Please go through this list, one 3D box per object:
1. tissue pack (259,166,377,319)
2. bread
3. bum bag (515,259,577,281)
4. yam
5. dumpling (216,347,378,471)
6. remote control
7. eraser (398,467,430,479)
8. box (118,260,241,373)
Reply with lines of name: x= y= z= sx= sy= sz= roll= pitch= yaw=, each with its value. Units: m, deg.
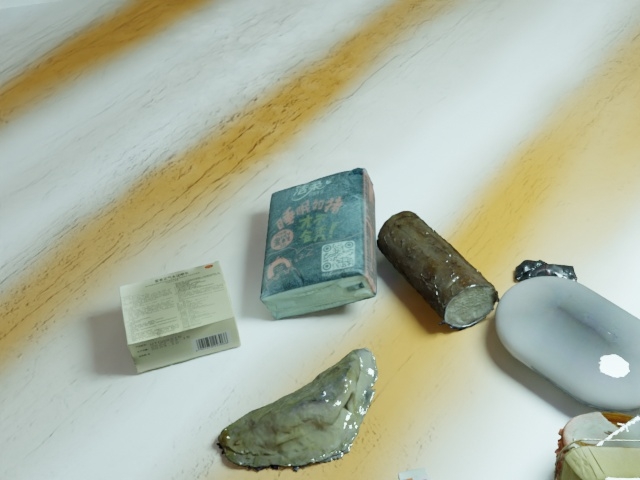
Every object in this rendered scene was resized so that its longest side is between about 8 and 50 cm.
tissue pack: x=0.000 y=0.000 z=1.707 sx=0.227 sy=0.103 sz=0.316 roll=-13 pitch=43 yaw=16
bread: x=0.472 y=0.350 z=1.275 sx=0.224 sy=0.143 sz=0.212 roll=3 pitch=19 yaw=1
bum bag: x=0.456 y=0.067 z=1.665 sx=0.124 sy=0.034 sz=0.058 roll=13 pitch=57 yaw=19
yam: x=0.223 y=0.053 z=1.647 sx=0.131 sy=0.131 sz=0.280 roll=-25 pitch=47 yaw=-18
dumpling: x=-0.015 y=0.304 z=1.451 sx=0.332 sy=0.086 sz=0.166 roll=-31 pitch=47 yaw=-17
remote control: x=0.473 y=0.181 z=1.498 sx=0.221 sy=0.104 sz=0.332 roll=-35 pitch=51 yaw=-27
eraser: x=0.163 y=0.432 z=1.336 sx=0.052 sy=0.029 sz=0.122 roll=-9 pitch=44 yaw=-3
box: x=-0.279 y=0.148 z=1.628 sx=0.211 sy=0.095 sz=0.168 roll=-14 pitch=47 yaw=-8
